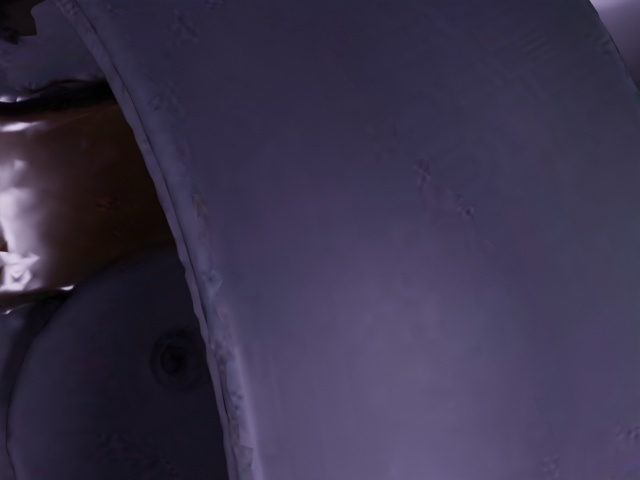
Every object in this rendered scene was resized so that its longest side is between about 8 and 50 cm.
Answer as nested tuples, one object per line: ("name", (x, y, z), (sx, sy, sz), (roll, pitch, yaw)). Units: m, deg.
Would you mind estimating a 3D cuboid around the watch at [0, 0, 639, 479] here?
("watch", (-0.027, 0.036, 0.593), (0.314, 0.327, 0.335), (-12, 126, -25))
